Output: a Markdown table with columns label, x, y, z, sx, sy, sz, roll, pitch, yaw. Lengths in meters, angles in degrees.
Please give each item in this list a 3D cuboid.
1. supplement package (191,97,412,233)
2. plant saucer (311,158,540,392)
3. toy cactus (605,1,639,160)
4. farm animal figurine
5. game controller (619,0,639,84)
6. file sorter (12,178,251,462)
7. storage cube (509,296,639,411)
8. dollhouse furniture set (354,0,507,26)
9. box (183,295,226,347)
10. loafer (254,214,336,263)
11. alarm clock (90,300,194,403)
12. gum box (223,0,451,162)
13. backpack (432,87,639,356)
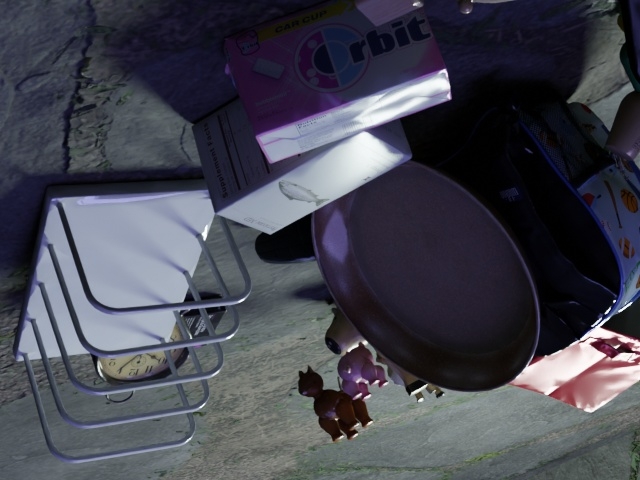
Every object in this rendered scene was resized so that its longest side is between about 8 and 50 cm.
| label | x | y | z | sx | sy | sz | roll | pitch | yaw |
| --- | --- | --- | --- | --- | --- | --- | --- | --- | --- |
| supplement package | -0.020 | -0.098 | 1.175 | 0.179 | 0.105 | 0.105 | -28 | 156 | 24 |
| plant saucer | 0.123 | 0.032 | 1.344 | 0.050 | 0.310 | 0.310 | -39 | 173 | -37 |
| toy cactus | 0.369 | -0.166 | 1.247 | 0.219 | 0.112 | 0.181 | 32 | 87 | -50 |
| farm animal figurine | 0.105 | 0.130 | 1.732 | 0.326 | 0.172 | 0.330 | -16 | 153 | -37 |
| game controller | 0.440 | -0.251 | 1.129 | 0.319 | 0.167 | 0.067 | -17 | -160 | -1 |
| file sorter | -0.208 | 0.091 | 1.305 | 0.192 | 0.173 | 0.278 | -5 | 139 | -28 |
| storage cube | 0.387 | 0.115 | 1.772 | 0.183 | 0.215 | 0.193 | 20 | 136 | -25 |
| dollhouse furniture set | 0.135 | -0.233 | 0.802 | 0.355 | 0.174 | 0.303 | -21 | 154 | 24 |
| box | -0.220 | 0.121 | 1.627 | 0.162 | 0.029 | 0.116 | -5 | 153 | -24 |
| loafer | 0.000 | 0.000 | 1.474 | 0.170 | 0.062 | 0.061 | -11 | 161 | -12 |
| alarm clock | -0.242 | 0.143 | 1.539 | 0.129 | 0.064 | 0.192 | 3 | 127 | -32 |
| gum box | 0.012 | -0.153 | 1.068 | 0.188 | 0.107 | 0.062 | -19 | 157 | 3 |
| backpack | 0.258 | -0.014 | 1.368 | 0.213 | 0.263 | 0.276 | -22 | 163 | -35 |
